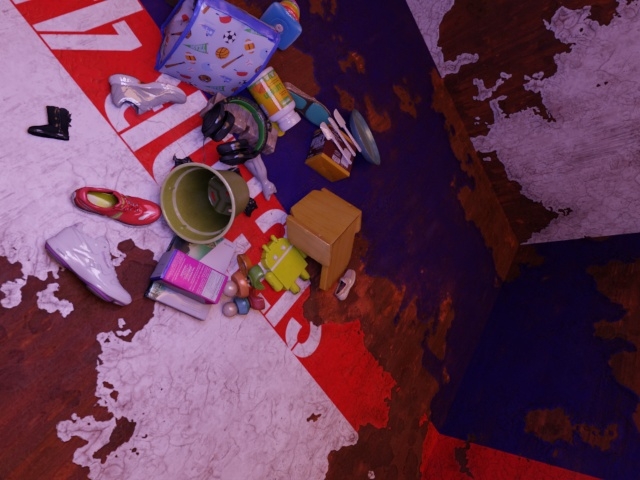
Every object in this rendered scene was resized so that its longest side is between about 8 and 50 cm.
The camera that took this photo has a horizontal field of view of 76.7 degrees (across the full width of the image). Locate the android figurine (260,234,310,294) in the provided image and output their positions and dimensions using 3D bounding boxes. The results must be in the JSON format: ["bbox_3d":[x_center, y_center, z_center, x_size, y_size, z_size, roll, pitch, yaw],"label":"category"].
[{"bbox_3d":[-0.156,0.100,1.780,0.248,0.056,0.273,-50,117,-34],"label":"android figurine"}]

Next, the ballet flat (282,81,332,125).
[{"bbox_3d":[-0.069,-0.663,1.944,0.315,0.107,0.106,26,39,-39],"label":"ballet flat"}]

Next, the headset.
[{"bbox_3d":[-0.380,-0.390,1.558,0.394,0.185,0.244,-46,118,-32],"label":"headset"}]

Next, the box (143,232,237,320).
[{"bbox_3d":[-0.471,0.105,1.501,0.232,0.058,0.322,33,62,-32],"label":"box"}]

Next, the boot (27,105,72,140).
[{"bbox_3d":[-0.841,-0.370,1.260,0.121,0.045,0.099,1,85,-48],"label":"boot"}]

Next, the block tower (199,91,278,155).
[{"bbox_3d":[-0.328,-0.485,1.694,0.335,0.090,0.097,24,68,-37],"label":"block tower"}]

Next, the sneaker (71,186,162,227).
[{"bbox_3d":[-0.657,-0.111,1.331,0.278,0.118,0.108,11,77,-39],"label":"sneaker"}]

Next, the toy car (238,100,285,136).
[{"bbox_3d":[-0.272,-0.573,1.781,0.224,0.053,0.239,-10,90,-41],"label":"toy car"}]

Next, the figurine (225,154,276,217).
[{"bbox_3d":[-0.287,-0.237,1.705,0.215,0.092,0.210,-46,121,-36],"label":"figurine"}]

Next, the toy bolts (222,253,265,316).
[{"bbox_3d":[-0.324,0.186,1.574,0.158,0.218,0.229,-20,130,-28],"label":"toy bolts"}]

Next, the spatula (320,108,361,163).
[{"bbox_3d":[0.102,-0.492,1.947,0.242,0.019,0.168,53,48,-22],"label":"spatula"}]

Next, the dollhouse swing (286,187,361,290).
[{"bbox_3d":[0.000,0.000,1.886,0.315,0.305,0.347,33,40,9],"label":"dollhouse swing"}]

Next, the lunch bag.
[{"bbox_3d":[-0.378,-0.734,1.492,0.327,0.385,0.239,10,77,-39],"label":"lunch bag"}]

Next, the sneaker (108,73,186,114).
[{"bbox_3d":[-0.616,-0.505,1.455,0.262,0.099,0.121,-1,91,-33],"label":"sneaker"}]

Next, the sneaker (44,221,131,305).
[{"bbox_3d":[-0.694,0.076,1.273,0.305,0.114,0.152,53,55,-22],"label":"sneaker"}]

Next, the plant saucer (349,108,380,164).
[{"bbox_3d":[0.230,-0.540,2.146,0.317,0.043,0.318,47,31,-39],"label":"plant saucer"}]

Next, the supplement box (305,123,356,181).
[{"bbox_3d":[0.055,-0.429,1.992,0.191,0.129,0.194,30,65,-34],"label":"supplement box"}]

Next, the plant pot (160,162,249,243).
[{"bbox_3d":[-0.386,-0.152,1.466,0.254,0.275,0.276,-48,118,-70],"label":"plant pot"}]

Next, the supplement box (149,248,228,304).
[{"bbox_3d":[-0.451,0.132,1.404,0.220,0.111,0.114,36,61,-32],"label":"supplement box"}]

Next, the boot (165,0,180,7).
[{"bbox_3d":[-0.507,-0.988,1.600,0.220,0.109,0.284,-45,115,-34],"label":"boot"}]

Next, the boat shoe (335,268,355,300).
[{"bbox_3d":[0.121,0.210,1.996,0.059,0.063,0.170,42,59,-35],"label":"boat shoe"}]

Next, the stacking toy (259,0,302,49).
[{"bbox_3d":[-0.157,-1.069,1.913,0.175,0.165,0.302,38,46,-26],"label":"stacking toy"}]

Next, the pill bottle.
[{"bbox_3d":[-0.193,-0.595,1.724,0.246,0.136,0.136,54,54,-21],"label":"pill bottle"}]
